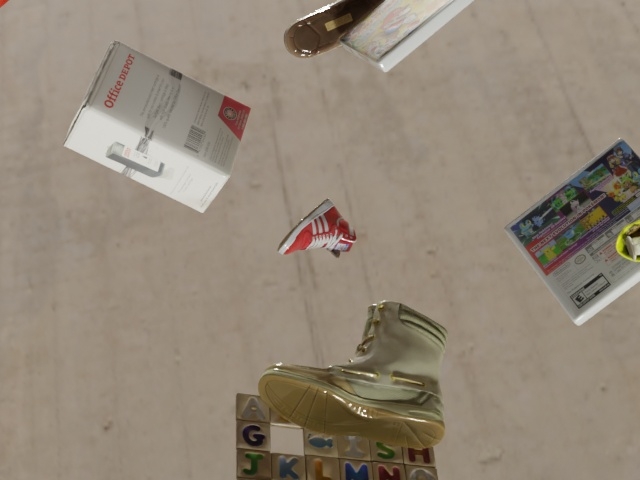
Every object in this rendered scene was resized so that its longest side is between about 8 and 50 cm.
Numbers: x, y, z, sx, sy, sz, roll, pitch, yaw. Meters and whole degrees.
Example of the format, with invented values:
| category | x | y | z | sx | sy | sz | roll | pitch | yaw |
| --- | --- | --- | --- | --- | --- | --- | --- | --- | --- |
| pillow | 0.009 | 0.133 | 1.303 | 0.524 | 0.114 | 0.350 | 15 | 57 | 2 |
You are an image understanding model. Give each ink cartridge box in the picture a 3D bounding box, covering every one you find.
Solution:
| category | x | y | z | sx | sy | sz | roll | pitch | yaw |
| --- | --- | --- | --- | --- | --- | --- | --- | --- | --- |
| ink cartridge box | -0.224 | -0.158 | 1.781 | 0.218 | 0.092 | 0.158 | 27 | -137 | -14 |

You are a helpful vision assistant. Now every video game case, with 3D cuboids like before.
| category | x | y | z | sx | sy | sz | roll | pitch | yaw |
| --- | --- | --- | --- | --- | --- | --- | --- | --- | --- |
| video game case | 0.151 | -0.371 | 2.089 | 0.227 | 0.026 | 0.206 | -40 | -154 | -1 |
| video game case | 0.368 | -0.013 | 1.696 | 0.201 | 0.023 | 0.183 | -38 | -128 | 9 |

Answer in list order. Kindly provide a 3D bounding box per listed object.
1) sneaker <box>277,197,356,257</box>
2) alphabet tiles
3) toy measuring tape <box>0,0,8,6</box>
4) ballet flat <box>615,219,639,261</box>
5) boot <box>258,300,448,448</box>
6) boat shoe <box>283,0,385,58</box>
| category | x | y | z | sx | sy | sz | roll | pitch | yaw |
| --- | --- | --- | --- | --- | --- | --- | --- | --- | --- |
| sneaker | 0.000 | 0.000 | 1.546 | 0.067 | 0.042 | 0.118 | 47 | -137 | 0 |
| alphabet tiles | 0.021 | 0.265 | 1.462 | 0.237 | 0.009 | 0.198 | 7 | -136 | -12 |
| toy measuring tape | -0.358 | -0.278 | 1.292 | 0.121 | 0.121 | 0.330 | -10 | -162 | -4 |
| ballet flat | 0.399 | -0.001 | 1.457 | 0.077 | 0.077 | 0.231 | -15 | 180 | -9 |
| boot | 0.042 | 0.139 | 1.464 | 0.213 | 0.077 | 0.165 | 14 | -133 | -5 |
| boat shoe | 0.056 | -0.388 | 2.259 | 0.257 | 0.095 | 0.095 | -15 | -170 | -8 |
